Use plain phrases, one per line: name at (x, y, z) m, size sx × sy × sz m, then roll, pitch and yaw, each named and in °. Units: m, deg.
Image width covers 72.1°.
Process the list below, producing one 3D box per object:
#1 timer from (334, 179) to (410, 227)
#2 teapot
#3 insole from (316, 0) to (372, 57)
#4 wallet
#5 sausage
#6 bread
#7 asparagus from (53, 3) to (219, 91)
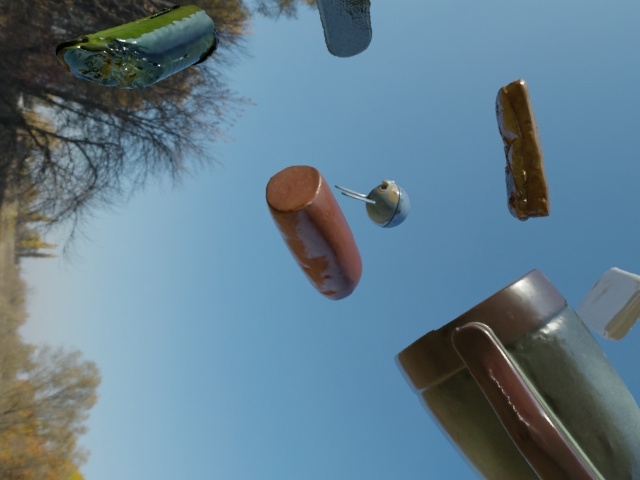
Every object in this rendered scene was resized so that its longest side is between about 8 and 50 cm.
timer at (0.199, -0.152, 1.529) m, size 0.175 × 0.255 × 0.175 m, roll -43°, pitch -160°, yaw 20°
teapot at (0.261, 0.216, 0.519) m, size 0.233 × 0.315 × 0.312 m, roll -39°, pitch -110°, yaw 13°
insole at (0.025, -0.279, 0.469) m, size 0.232 × 0.080 × 0.003 m, roll 77°, pitch 5°, yaw -69°
wallet at (0.528, 0.113, 0.790) m, size 0.032 × 0.183 × 0.124 m, roll 32°, pitch -79°, yaw 9°
sausage at (0.000, 0.000, 0.718) m, size 0.114 × 0.259 × 0.113 m, roll -13°, pitch -133°, yaw 14°
bread at (0.399, -0.174, 0.874) m, size 0.077 × 0.139 × 0.270 m, roll -9°, pitch -86°, yaw 27°
asparagus at (-0.342, -0.378, 0.877) m, size 0.108 × 0.381 × 0.128 m, roll -4°, pitch -57°, yaw 25°
